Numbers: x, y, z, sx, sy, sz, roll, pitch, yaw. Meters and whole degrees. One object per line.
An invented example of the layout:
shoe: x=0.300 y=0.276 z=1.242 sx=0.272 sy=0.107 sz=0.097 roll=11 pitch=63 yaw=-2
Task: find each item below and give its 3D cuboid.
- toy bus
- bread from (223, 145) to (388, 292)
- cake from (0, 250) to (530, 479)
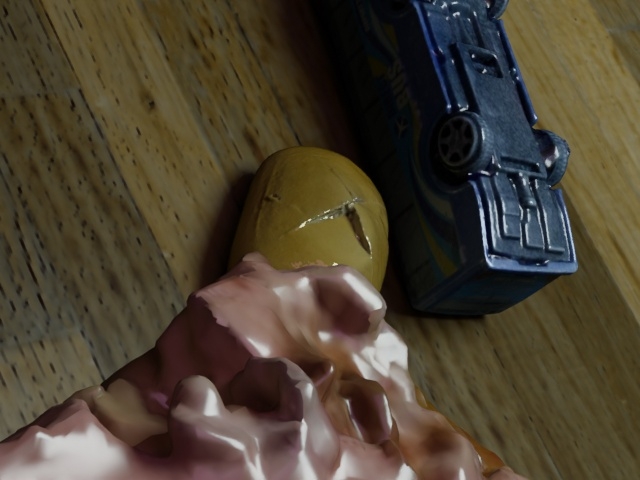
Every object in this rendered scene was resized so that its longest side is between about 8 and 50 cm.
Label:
toy bus: x=0.062 y=-0.077 z=1.036 sx=0.079 sy=0.094 sz=0.237 roll=9 pitch=56 yaw=-44
bread: x=0.000 y=0.000 z=0.952 sx=0.082 sy=0.056 sz=0.115 roll=37 pitch=43 yaw=-15
cake: x=-0.037 y=0.199 z=0.602 sx=0.306 sy=0.293 sz=0.314 roll=-19 pitch=68 yaw=-49
